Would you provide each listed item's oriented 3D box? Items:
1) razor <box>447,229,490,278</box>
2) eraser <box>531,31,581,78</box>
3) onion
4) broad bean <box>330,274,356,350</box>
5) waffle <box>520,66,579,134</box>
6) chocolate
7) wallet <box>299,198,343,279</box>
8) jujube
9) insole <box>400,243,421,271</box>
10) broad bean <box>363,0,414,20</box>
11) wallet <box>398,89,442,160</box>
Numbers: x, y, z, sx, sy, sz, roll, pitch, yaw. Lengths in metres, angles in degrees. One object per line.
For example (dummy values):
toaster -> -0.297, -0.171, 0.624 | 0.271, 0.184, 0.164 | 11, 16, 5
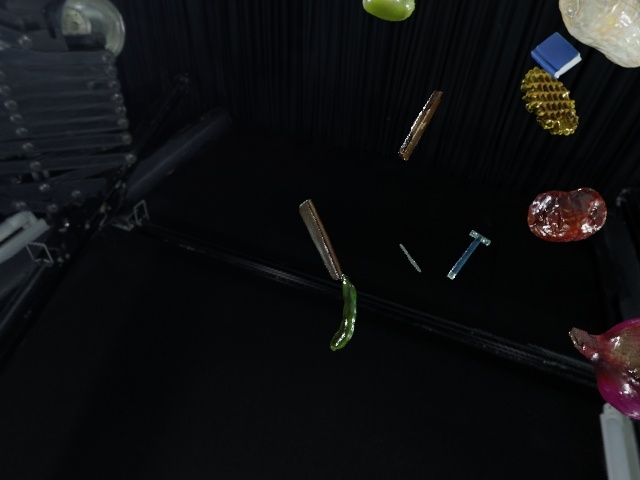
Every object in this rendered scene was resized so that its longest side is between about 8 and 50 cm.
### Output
razor -> 0.457, 0.045, 1.365 | 0.068, 0.037, 0.191 | 35, -114, 21
eraser -> 0.520, -0.409, 0.968 | 0.027, 0.063, 0.085 | 22, -144, -54
onion -> 1.028, 0.400, 1.467 | 0.385, 0.348, 0.348 | 24, -135, 17
broad bean -> 0.087, 0.269, 1.572 | 0.049, 0.292, 0.144 | 6, -178, -20
waffle -> 0.727, -0.439, 1.387 | 0.231, 0.051, 0.229 | 36, -120, -12
chocolate -> 0.639, -0.468, 0.941 | 0.309, 0.134, 0.134 | 13, -142, -27
wallet -> 0.000, 0.000, 1.343 | 0.031, 0.137, 0.255 | -23, -90, -12
jujube -> 0.892, -0.090, 1.595 | 0.212, 0.213, 0.232 | -19, -169, -25
insole -> 0.393, 0.078, 1.915 | 0.002, 0.053, 0.153 | -37, -82, -8
broad bean -> 0.228, -0.785, 1.445 | 0.174, 0.124, 0.082 | 9, -97, -6
wallet -> 0.248, -0.287, 1.092 | 0.026, 0.176, 0.095 | 32, -168, 11
